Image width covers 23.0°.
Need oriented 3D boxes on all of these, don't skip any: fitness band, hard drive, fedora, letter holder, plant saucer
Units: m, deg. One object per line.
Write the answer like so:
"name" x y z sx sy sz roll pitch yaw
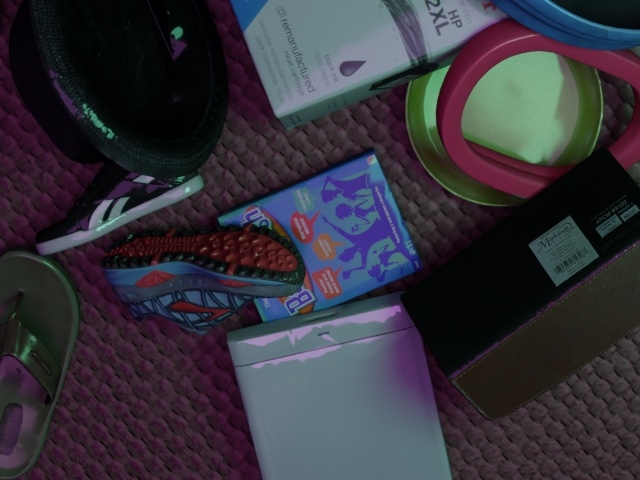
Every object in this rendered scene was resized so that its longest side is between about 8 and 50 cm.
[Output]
"fitness band" 0.265 -0.148 1.816 0.290 0.054 0.209 16 119 -29
"hard drive" 0.036 0.255 1.960 0.233 0.047 0.353 -13 108 0
"fedora" -0.254 -0.210 1.812 0.152 0.334 0.334 -23 102 36
"letter holder" 0.288 0.078 1.862 0.302 0.152 0.214 -37 133 7
"plant saucer" 0.222 -0.162 1.918 0.241 0.037 0.241 0 99 -1

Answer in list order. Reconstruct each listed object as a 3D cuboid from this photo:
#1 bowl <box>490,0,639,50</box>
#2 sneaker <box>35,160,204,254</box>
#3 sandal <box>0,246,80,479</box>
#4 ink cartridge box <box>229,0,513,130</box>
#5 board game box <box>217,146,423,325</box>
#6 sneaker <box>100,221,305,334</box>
"bowl" 0.294 -0.390 1.760 0.391 0.077 0.391 8 67 -20
"sneaker" -0.262 -0.075 1.908 0.216 0.079 0.121 -25 97 -5
"sandal" -0.367 0.159 1.936 0.120 0.086 0.303 8 100 -3
"ink cartridge box" 0.055 -0.291 1.824 0.307 0.129 0.223 -22 86 2
"board game box" 0.000 0.000 1.936 0.210 0.047 0.160 -23 100 4
"sneaker" -0.131 0.052 1.899 0.261 0.104 0.125 2 126 25
